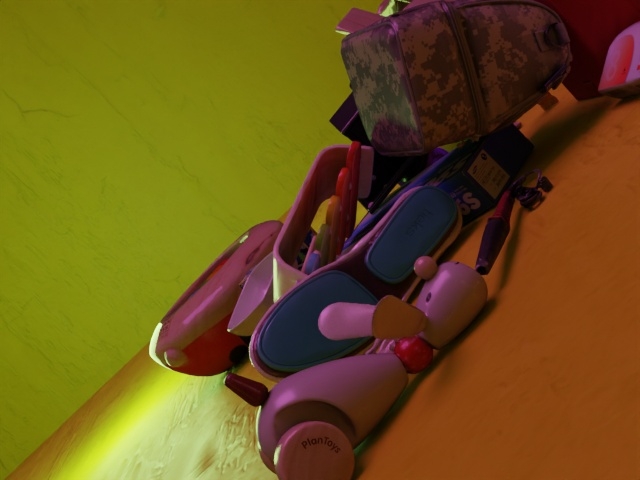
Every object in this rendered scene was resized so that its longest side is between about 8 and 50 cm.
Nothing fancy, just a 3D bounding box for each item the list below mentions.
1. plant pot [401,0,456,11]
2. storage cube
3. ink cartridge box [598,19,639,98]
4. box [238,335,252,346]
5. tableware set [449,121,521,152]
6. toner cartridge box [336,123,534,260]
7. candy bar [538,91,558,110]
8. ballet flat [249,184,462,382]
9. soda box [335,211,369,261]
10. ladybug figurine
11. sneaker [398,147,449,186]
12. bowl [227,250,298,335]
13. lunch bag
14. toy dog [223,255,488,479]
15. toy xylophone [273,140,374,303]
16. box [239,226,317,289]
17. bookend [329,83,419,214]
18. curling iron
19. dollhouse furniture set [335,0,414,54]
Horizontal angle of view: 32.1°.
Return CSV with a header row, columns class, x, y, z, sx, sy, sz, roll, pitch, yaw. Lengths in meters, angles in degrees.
class,x,y,z,sx,sy,sz,roll,pitch,yaw
plant pot,0.273,-0.319,2.139,0.284,0.284,0.191,-45,46,-8
storage cube,0.414,-0.346,1.657,0.183,0.193,0.215,-45,9,-5
ink cartridge box,0.437,-0.286,1.479,0.145,0.045,0.179,176,107,-78
box,-0.044,0.114,1.983,0.147,0.077,0.180,-38,10,37
tableware set,0.292,-0.184,1.994,0.141,0.020,0.169,-32,9,11
toner cartridge box,0.176,-0.058,1.786,0.348,0.075,0.165,-35,10,49
candy bar,0.322,-0.270,1.849,0.040,0.161,0.018,-37,24,59
ballet flat,0.056,0.079,1.575,0.400,0.139,0.139,-43,7,-26
soda box,0.088,-0.004,2.026,0.060,0.053,0.169,-35,12,44
ladybug figurine,-0.181,0.131,2.284,0.305,0.162,0.449,-36,10,43
sneaker,0.172,-0.153,2.045,0.102,0.146,0.293,-43,8,10
bowl,-0.090,0.091,1.853,0.142,0.053,0.142,-39,24,48
lunch bag,0.201,-0.253,1.650,0.256,0.213,0.305,-21,7,-12
toy dog,0.024,0.130,1.239,0.334,0.161,0.220,-49,10,-34
toy xylophone,0.000,0.000,1.740,0.236,0.081,0.323,88,-160,-56
box,-0.067,0.043,1.983,0.169,0.054,0.059,-37,11,34
bookend,0.070,-0.155,1.857,0.156,0.157,0.072,-50,33,8
curling iron,0.231,-0.025,1.390,0.068,0.035,0.274,-36,5,34
dollhouse furniture set,0.265,-0.395,2.352,0.394,0.256,0.362,-52,-32,-26
